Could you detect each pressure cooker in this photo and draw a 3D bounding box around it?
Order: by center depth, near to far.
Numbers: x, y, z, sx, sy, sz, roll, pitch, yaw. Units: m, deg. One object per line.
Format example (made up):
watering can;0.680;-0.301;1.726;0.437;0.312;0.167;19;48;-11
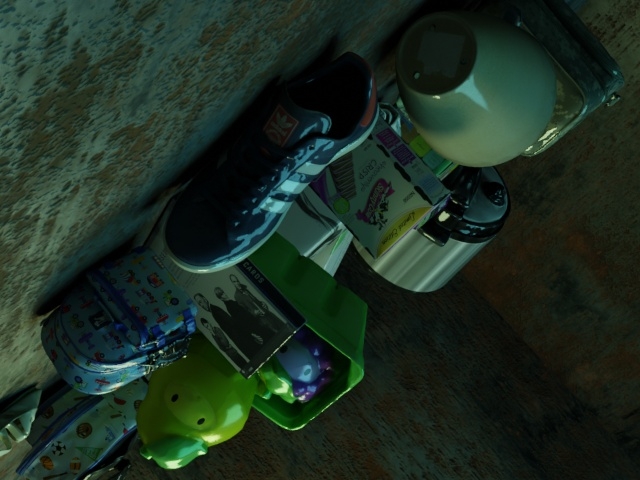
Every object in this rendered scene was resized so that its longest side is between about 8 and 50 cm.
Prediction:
pressure cooker;0.309;-0.101;2.491;0.375;0.370;0.420;-1;146;-36

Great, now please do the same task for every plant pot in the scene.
plant pot;0.226;-0.266;1.464;0.256;0.256;0.274;-43;160;15

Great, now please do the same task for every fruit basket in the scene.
fruit basket;-0.144;0.175;1.444;0.392;0.392;0.283;-37;173;-48

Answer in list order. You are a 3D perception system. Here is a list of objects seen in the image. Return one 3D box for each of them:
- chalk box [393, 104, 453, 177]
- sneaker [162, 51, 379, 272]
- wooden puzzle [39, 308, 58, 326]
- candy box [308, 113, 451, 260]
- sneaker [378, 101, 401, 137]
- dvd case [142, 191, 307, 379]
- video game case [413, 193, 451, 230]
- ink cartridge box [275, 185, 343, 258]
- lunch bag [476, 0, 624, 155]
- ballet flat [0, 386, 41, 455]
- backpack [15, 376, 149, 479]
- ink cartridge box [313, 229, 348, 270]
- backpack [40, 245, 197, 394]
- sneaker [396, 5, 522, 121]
chalk box;0.235;-0.231;2.000;0.179;0.180;0.289;-42;174;-10
sneaker;-0.062;-0.109;1.130;0.350;0.131;0.148;-47;170;-16
wooden puzzle;-0.353;0.100;1.253;0.083;0.006;0.049;-37;173;-47
candy box;0.072;-0.106;1.468;0.159;0.233;0.071;-47;174;40
sneaker;0.122;-0.222;1.775;0.095;0.090;0.235;-54;173;20
dvd case;-0.143;0.067;1.254;0.029;0.239;0.179;-40;175;-40
video game case;0.173;-0.120;2.186;0.210;0.232;0.042;-33;148;-57
ink cartridge box;-0.033;-0.037;1.858;0.307;0.129;0.223;-42;175;-5
lunch bag;0.433;-0.355;1.792;0.256;0.305;0.212;-30;169;-43
ballet flat;-0.507;0.304;1.460;0.072;0.068;0.213;-44;175;23
backpack;-0.445;0.373;1.737;0.276;0.213;0.263;-52;179;30
ink cartridge box;0.000;0.000;2.162;0.207;0.119;0.353;-63;174;3
backpack;-0.269;0.108;1.193;0.173;0.158;0.117;-25;158;-33
sneaker;0.247;-0.318;1.649;0.283;0.122;0.110;-50;-177;17
